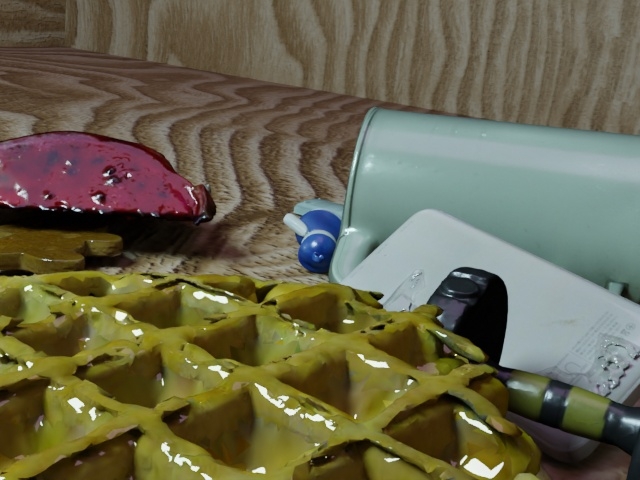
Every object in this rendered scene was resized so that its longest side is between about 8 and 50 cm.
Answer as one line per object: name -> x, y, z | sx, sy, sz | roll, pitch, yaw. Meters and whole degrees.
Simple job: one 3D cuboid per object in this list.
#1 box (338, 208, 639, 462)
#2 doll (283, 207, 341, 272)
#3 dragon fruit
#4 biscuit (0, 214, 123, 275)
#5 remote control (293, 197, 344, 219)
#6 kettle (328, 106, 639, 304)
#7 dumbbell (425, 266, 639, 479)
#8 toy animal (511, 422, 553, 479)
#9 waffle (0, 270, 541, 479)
box -> 0.141, 0.064, 0.726 | 0.142, 0.044, 0.285 | -43, 42, -16
doll -> 0.000, 0.000, 1.012 | 0.099, 0.057, 0.143 | 26, 16, -7
dragon fruit -> -0.301, -0.079, 1.031 | 0.344, 0.100, 0.282 | 2, 3, -12
biscuit -> -0.281, 0.006, 0.913 | 0.138, 0.031, 0.205 | 5, 15, 0
remote control -> 0.042, -0.034, 1.195 | 0.162, 0.029, 0.061 | 18, 18, 35
kettle -> 0.189, -0.007, 0.936 | 0.318, 0.265, 0.205 | 11, -15, 13
dumbbell -> 0.151, 0.105, 0.548 | 0.325, 0.143, 0.143 | 16, 18, 28
toy animal -> 0.044, 0.162, 0.428 | 0.179, 0.089, 0.188 | -8, 20, -24
waffle -> -0.088, 0.094, 0.383 | 0.382, 0.095, 0.379 | -1, 17, -8
